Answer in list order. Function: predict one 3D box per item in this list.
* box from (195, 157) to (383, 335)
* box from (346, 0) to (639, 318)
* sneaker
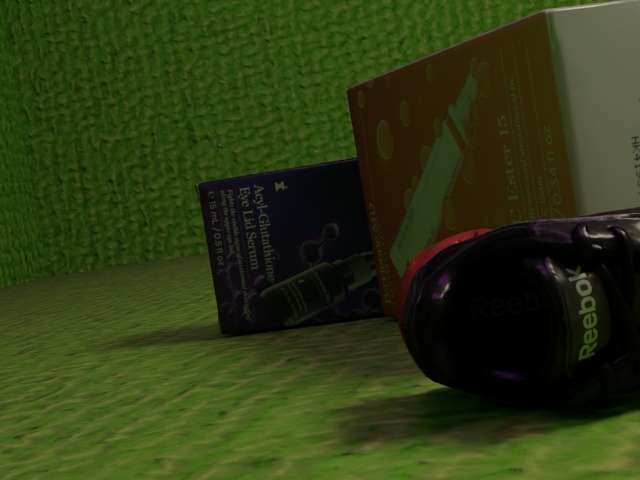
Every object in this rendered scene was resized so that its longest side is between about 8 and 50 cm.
[{"bbox_3d":[0.000,0.000,1.076,0.207,0.153,0.108,-9,3,13],"label":"box"},{"bbox_3d":[0.171,-0.049,0.849,0.168,0.215,0.345,-10,2,-19],"label":"box"},{"bbox_3d":[0.164,0.027,0.549,0.276,0.098,0.135,-11,2,16],"label":"sneaker"}]
